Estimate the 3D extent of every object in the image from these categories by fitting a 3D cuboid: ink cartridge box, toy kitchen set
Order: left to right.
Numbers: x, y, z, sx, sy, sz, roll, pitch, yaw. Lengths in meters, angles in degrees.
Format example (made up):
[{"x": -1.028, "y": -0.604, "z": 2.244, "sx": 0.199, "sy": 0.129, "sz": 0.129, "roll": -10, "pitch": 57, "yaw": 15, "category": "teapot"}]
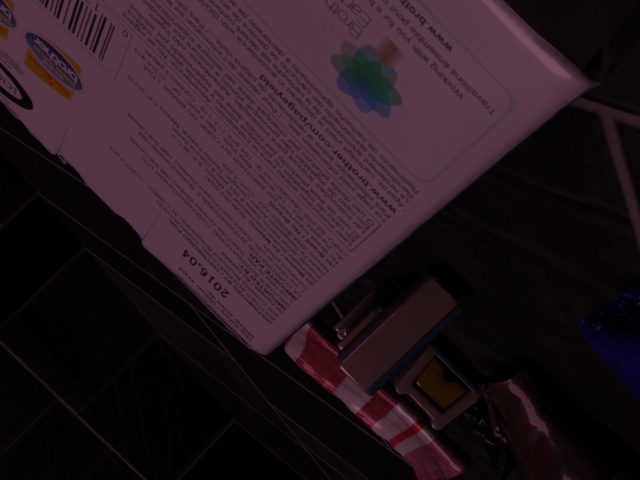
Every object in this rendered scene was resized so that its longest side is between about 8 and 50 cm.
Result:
[{"x": -0.039, "y": -0.113, "z": 0.531, "sx": 0.270, "sy": 0.151, "sz": 0.395, "roll": 45, "pitch": 148, "yaw": 0, "category": "ink cartridge box"}, {"x": 0.115, "y": 0.117, "z": 1.072, "sx": 0.166, "sy": 0.122, "sz": 0.207, "roll": 45, "pitch": -175, "yaw": -6, "category": "toy kitchen set"}]

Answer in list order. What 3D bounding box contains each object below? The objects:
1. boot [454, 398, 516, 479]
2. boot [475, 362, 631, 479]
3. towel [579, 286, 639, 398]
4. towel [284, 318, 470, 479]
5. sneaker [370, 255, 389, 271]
[{"x": 0.182, "y": 0.214, "z": 1.223, "sx": 0.099, "sy": 0.045, "sz": 0.121, "roll": 33, "pitch": 155, "yaw": 28, "category": "boot"}, {"x": 0.233, "y": 0.221, "z": 1.091, "sx": 0.207, "sy": 0.090, "sz": 0.248, "roll": 54, "pitch": 168, "yaw": 9, "category": "boot"}, {"x": 0.312, "y": 0.153, "z": 0.656, "sx": 0.308, "sy": 0.076, "sz": 0.227, "roll": 46, "pitch": 164, "yaw": -6, "category": "towel"}, {"x": 0.072, "y": 0.240, "z": 1.602, "sx": 0.329, "sy": 0.037, "sz": 0.237, "roll": 42, "pitch": 164, "yaw": 8, "category": "towel"}, {"x": 0.000, "y": 0.000, "z": 1.020, "sx": 0.124, "sy": 0.107, "sz": 0.283, "roll": 37, "pitch": 165, "yaw": 4, "category": "sneaker"}]
